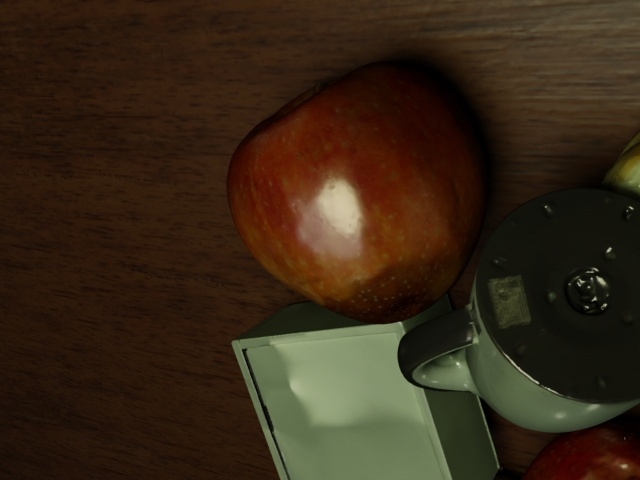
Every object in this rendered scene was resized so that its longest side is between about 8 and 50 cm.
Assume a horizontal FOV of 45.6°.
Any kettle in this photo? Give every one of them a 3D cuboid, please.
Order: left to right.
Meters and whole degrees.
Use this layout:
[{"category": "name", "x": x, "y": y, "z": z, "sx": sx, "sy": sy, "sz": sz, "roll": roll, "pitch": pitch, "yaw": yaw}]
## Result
[{"category": "kettle", "x": 0.175, "y": 0.082, "z": 0.646, "sx": 0.221, "sy": 0.161, "sz": 0.236, "roll": -10, "pitch": 158, "yaw": 2}]

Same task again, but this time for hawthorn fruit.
[{"category": "hawthorn fruit", "x": 0.303, "y": 0.261, "z": 0.726, "sx": 0.230, "sy": 0.210, "sz": 0.266, "roll": 16, "pitch": 107, "yaw": 14}]

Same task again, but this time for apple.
[{"category": "apple", "x": 0.036, "y": -0.036, "z": 0.673, "sx": 0.229, "sy": 0.230, "sz": 0.230, "roll": 16, "pitch": 126, "yaw": 22}]

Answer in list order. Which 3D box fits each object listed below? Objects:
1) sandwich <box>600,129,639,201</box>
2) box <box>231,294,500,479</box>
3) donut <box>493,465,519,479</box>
[{"category": "sandwich", "x": 0.390, "y": -0.029, "z": 0.542, "sx": 0.301, "sy": 0.099, "sz": 0.271, "roll": 41, "pitch": 138, "yaw": 4}, {"category": "box", "x": 0.053, "y": 0.182, "z": 0.850, "sx": 0.225, "sy": 0.117, "sz": 0.225, "roll": -11, "pitch": 101, "yaw": 35}, {"category": "donut", "x": 0.197, "y": 0.381, "z": 0.929, "sx": 0.269, "sy": 0.103, "sz": 0.270, "roll": 17, "pitch": 128, "yaw": 24}]
